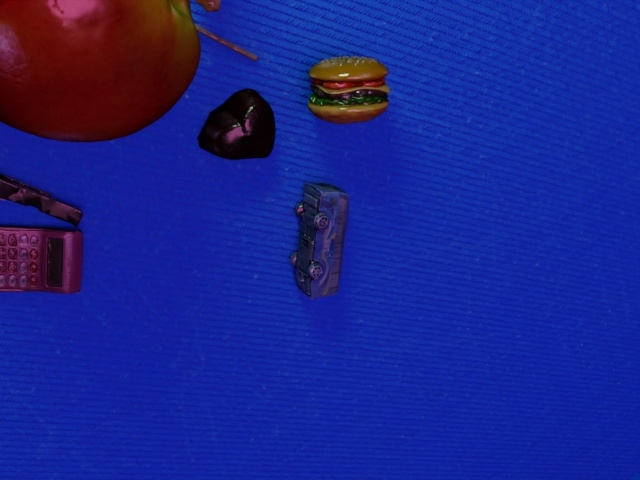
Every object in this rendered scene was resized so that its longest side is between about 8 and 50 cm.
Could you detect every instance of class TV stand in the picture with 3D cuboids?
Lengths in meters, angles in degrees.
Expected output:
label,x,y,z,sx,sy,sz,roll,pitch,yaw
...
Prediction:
label,x,y,z,sx,sy,sz,roll,pitch,yaw
TV stand,-0.528,-0.085,1.209,0.249,0.042,0.036,25,98,-29

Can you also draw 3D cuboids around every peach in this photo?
label,x,y,z,sx,sy,sz,roll,pitch,yaw
peach,-0.364,-0.315,1.002,0.388,0.388,0.388,-8,114,-19

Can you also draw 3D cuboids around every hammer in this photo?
label,x,y,z,sx,sy,sz,roll,pitch,yaw
hammer,-0.197,-0.349,1.243,0.195,0.028,0.060,22,107,-29

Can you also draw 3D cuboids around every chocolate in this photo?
label,x,y,z,sx,sy,sz,roll,pitch,yaw
chocolate,-0.141,-0.191,1.299,0.148,0.080,0.125,-39,120,-5

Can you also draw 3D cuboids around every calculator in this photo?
label,x,y,z,sx,sy,sz,roll,pitch,yaw
calculator,-0.524,0.033,1.266,0.190,0.034,0.127,3,111,-17

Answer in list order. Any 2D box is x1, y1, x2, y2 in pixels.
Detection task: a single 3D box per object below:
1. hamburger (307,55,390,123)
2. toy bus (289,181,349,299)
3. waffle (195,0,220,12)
label,x,y,z,sx,sy,sz,roll,pitch,yaw
hamburger,0.051,-0.275,1.299,0.162,0.162,0.115,-10,113,-18
toy bus,0.000,-0.001,1.443,0.094,0.079,0.237,-9,116,-36
waffle,-0.173,-0.496,1.060,0.065,0.283,0.310,3,95,-6
